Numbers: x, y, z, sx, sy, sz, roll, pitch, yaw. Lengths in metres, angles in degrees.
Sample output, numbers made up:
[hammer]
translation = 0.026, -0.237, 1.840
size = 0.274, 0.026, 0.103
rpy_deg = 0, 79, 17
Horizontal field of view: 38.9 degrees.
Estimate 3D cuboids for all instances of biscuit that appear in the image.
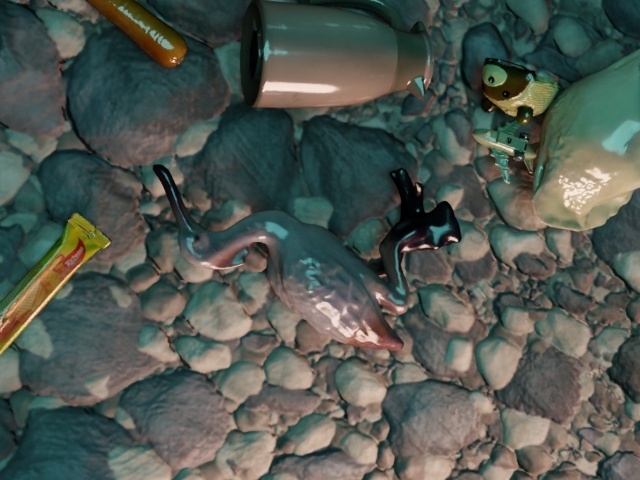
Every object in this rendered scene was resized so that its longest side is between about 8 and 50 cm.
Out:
[biscuit]
translation = -0.324, 0.094, 0.902
size = 0.292, 0.026, 0.048
rpy_deg = -49, 121, -5

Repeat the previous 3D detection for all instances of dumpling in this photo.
[dumpling]
translation = 0.321, -0.099, 0.995
size = 0.166, 0.126, 0.215
rpy_deg = 37, 66, -39

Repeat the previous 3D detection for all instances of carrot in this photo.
[carrot]
translation = -0.214, -0.239, 0.903
size = 0.190, 0.037, 0.037
rpy_deg = 36, 85, -9

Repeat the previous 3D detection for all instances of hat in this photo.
[hat]
translation = 0.211, -0.159, 0.978
size = 0.076, 0.077, 0.059
rpy_deg = -3, 113, -55

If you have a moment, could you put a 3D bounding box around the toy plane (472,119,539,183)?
[toy plane]
translation = 0.207, -0.106, 1.003
size = 0.083, 0.033, 0.080
rpy_deg = 21, 78, -13

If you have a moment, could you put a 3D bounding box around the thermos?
[thermos]
translation = 0.021, -0.201, 0.929
size = 0.193, 0.105, 0.137
rpy_deg = -2, 63, -16

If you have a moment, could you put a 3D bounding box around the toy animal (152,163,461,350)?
[toy animal]
translation = -0.012, 0.022, 0.934
size = 0.324, 0.090, 0.195
rpy_deg = -1, 88, -22
